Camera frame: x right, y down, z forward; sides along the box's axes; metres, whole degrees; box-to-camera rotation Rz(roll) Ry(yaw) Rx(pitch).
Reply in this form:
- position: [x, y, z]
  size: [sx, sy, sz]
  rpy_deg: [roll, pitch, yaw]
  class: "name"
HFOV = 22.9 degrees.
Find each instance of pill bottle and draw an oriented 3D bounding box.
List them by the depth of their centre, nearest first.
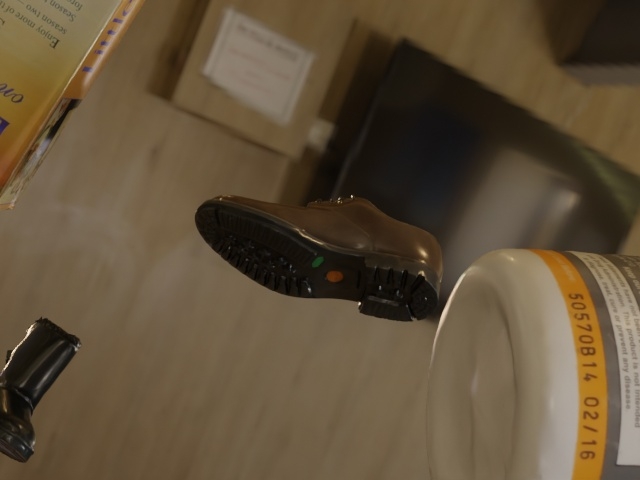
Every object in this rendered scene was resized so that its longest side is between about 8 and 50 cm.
- position: [0.207, 0.091, 0.816]
  size: [0.278, 0.162, 0.162]
  rpy_deg: [4, 0, -15]
  class: "pill bottle"

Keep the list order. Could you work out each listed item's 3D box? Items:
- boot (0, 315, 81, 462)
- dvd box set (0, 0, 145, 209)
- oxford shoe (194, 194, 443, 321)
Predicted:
- position: [-0.210, 0.106, 1.138]
  size: [0.045, 0.099, 0.121]
  rpy_deg: [45, -19, -20]
  class: "boot"
- position: [-0.210, -0.273, 0.984]
  size: [0.308, 0.420, 0.062]
  rpy_deg: [34, 7, 5]
  class: "dvd box set"
- position: [0.000, 0.000, 1.418]
  size: [0.227, 0.096, 0.083]
  rpy_deg: [18, -44, -2]
  class: "oxford shoe"
